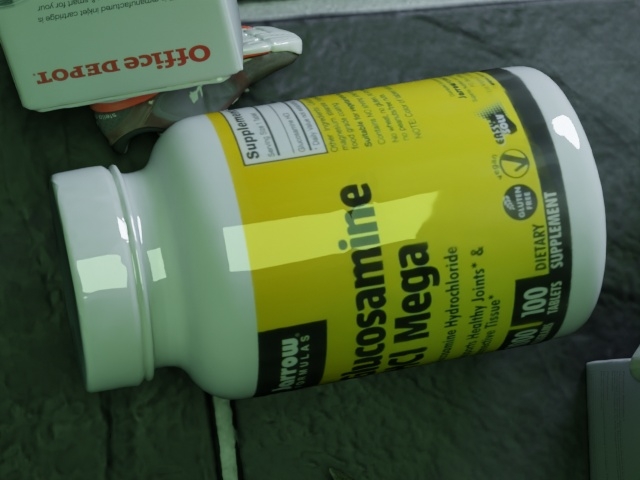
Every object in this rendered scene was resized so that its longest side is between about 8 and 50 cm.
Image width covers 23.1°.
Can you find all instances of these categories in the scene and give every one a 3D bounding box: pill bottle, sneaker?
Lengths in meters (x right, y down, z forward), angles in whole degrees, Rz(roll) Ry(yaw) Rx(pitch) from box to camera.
[{"bbox_3d":[0.000,0.000,1.022,0.334,0.188,0.188,-10,87,-12],"label":"pill bottle"},{"bbox_3d":[-0.085,-0.104,1.092,0.158,0.061,0.065,-19,116,-12],"label":"sneaker"}]

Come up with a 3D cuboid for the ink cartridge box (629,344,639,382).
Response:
[{"bbox_3d":[0.329,0.077,0.844,0.211,0.289,0.121,36,78,-6],"label":"ink cartridge box"}]

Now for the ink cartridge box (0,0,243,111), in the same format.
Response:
[{"bbox_3d":[-0.142,-0.199,0.994,0.153,0.087,0.208,-8,128,4],"label":"ink cartridge box"}]

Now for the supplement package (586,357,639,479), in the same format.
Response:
[{"bbox_3d":[0.263,0.130,1.067,0.105,0.179,0.105,0,85,-11],"label":"supplement package"}]

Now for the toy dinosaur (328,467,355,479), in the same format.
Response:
[{"bbox_3d":[0.115,0.278,1.056,0.313,0.121,0.160,46,65,-8],"label":"toy dinosaur"}]
